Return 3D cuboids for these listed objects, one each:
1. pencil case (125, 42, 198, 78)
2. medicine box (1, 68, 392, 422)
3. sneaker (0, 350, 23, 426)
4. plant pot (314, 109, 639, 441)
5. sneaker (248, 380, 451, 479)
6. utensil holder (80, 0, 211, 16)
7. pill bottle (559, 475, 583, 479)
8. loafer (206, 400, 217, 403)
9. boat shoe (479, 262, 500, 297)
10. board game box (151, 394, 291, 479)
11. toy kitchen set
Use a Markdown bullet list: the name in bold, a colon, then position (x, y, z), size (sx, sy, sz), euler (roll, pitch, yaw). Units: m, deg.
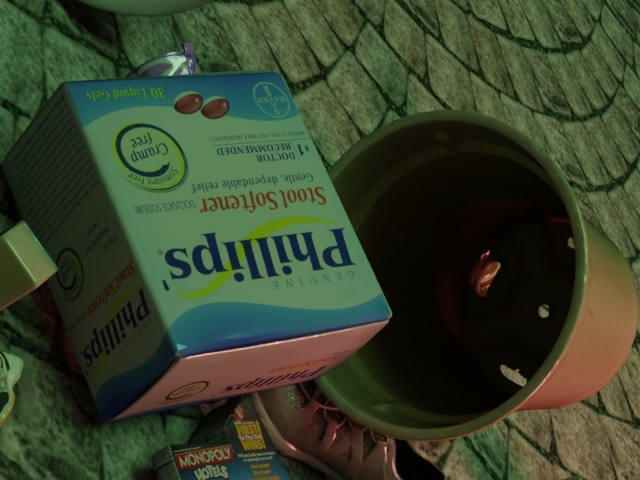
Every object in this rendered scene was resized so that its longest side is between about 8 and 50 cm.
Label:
- **pencil case**: position (-0.139, -0.103, 1.783), size (0.086, 0.088, 0.206), euler (-8, 71, -59)
- **medicine box**: position (-0.117, -0.001, 1.571), size (0.263, 0.149, 0.289), euler (-8, 64, -41)
- **sneaker**: position (-0.282, 0.128, 1.417), size (0.037, 0.032, 0.083), euler (29, 35, -23)
- **plant pot**: position (0.185, 0.059, 1.763), size (0.305, 0.333, 0.334), euler (19, 49, -57)
- **sneaker**: position (0.031, 0.194, 1.760), size (0.281, 0.115, 0.105), euler (45, 33, -27)
- **utensil holder**: position (-0.163, -0.476, 1.842), size (0.328, 0.327, 0.385), euler (50, 28, -19)
- **pill bottle**: position (0.330, 0.406, 2.045), size (0.209, 0.119, 0.119), euler (61, 29, 0)
- **loafer**: position (-0.090, 0.073, 1.713), size (0.076, 0.078, 0.223), euler (44, 33, -28)
- **boat shoe**: position (0.200, -0.021, 2.271), size (0.095, 0.095, 0.257), euler (67, 17, -44)
- **board game box**: position (-0.089, 0.246, 1.582), size (0.194, 0.060, 0.194), euler (6, 58, -56)
- **toy kitchen set**: position (-0.306, -0.050, 1.435), size (0.207, 0.122, 0.166), euler (56, 29, -9)
